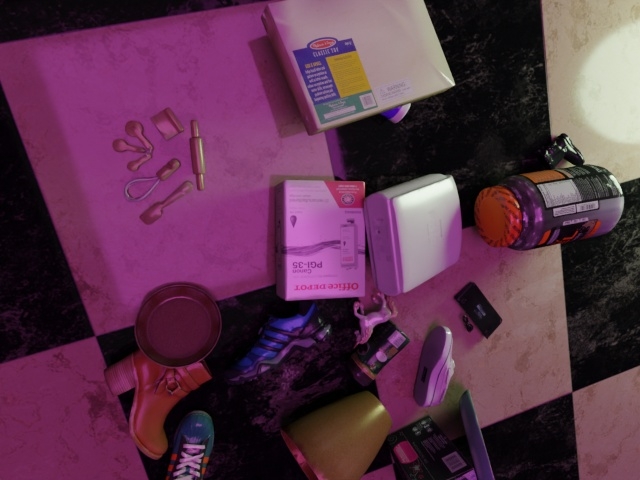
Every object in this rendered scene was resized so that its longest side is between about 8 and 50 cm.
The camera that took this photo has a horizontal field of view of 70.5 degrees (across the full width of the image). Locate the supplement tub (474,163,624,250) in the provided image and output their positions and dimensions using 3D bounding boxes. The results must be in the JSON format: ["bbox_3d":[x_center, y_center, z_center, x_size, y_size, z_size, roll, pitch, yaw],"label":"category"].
[{"bbox_3d":[0.612,-0.088,1.235,0.338,0.207,0.207,-10,103,-12],"label":"supplement tub"}]

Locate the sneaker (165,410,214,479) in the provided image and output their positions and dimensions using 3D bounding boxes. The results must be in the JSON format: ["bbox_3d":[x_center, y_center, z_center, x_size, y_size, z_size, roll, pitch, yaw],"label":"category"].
[{"bbox_3d":[-0.340,0.596,1.160,0.108,0.121,0.302,13,97,-18],"label":"sneaker"}]

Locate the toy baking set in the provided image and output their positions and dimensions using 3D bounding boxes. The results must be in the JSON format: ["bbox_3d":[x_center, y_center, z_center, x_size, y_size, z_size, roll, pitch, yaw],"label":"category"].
[{"bbox_3d":[-0.365,-0.171,1.050,0.196,0.030,0.256,-10,103,-10],"label":"toy baking set"}]

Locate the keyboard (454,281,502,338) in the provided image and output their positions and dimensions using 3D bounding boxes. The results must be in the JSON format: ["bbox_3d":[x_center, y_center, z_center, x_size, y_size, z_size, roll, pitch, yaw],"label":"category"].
[{"bbox_3d":[0.464,0.219,1.355,0.108,0.023,0.180,-44,108,-10],"label":"keyboard"}]

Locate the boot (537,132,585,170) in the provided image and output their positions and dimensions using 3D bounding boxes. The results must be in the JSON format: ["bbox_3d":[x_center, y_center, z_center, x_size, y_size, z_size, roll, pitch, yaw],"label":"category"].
[{"bbox_3d":[0.695,-0.239,1.311,0.099,0.045,0.121,-43,101,-6],"label":"boot"}]

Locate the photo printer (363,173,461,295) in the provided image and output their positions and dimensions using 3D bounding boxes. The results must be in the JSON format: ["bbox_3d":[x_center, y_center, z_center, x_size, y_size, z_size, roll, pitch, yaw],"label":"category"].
[{"bbox_3d":[0.252,-0.029,1.151,0.307,0.107,0.256,-21,109,-40],"label":"photo printer"}]

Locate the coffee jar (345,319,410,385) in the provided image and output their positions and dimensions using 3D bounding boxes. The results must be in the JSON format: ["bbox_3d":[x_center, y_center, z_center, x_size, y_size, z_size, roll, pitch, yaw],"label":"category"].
[{"bbox_3d":[0.154,0.309,1.250,0.184,0.096,0.079,-46,106,-2],"label":"coffee jar"}]

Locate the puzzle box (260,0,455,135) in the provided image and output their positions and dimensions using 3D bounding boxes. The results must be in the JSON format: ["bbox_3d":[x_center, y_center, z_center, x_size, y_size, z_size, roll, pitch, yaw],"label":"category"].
[{"bbox_3d":[0.098,-0.420,1.014,0.408,0.052,0.272,-24,95,-25],"label":"puzzle box"}]

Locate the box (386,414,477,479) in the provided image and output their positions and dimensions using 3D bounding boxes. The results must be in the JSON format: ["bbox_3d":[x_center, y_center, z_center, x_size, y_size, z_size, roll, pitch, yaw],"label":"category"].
[{"bbox_3d":[0.318,0.650,1.283,0.163,0.247,0.142,-22,107,-9],"label":"box"}]

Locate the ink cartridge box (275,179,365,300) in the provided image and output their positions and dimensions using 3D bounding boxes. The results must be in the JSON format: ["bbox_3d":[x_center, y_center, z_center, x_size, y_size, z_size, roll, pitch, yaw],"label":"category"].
[{"bbox_3d":[0.000,0.000,1.111,0.207,0.117,0.283,-1,91,-16],"label":"ink cartridge box"}]

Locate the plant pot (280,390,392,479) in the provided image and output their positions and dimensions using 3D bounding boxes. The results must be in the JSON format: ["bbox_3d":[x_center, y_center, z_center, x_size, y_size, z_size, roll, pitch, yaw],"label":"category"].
[{"bbox_3d":[0.060,0.530,1.222,0.254,0.237,0.237,-33,108,-23],"label":"plant pot"}]

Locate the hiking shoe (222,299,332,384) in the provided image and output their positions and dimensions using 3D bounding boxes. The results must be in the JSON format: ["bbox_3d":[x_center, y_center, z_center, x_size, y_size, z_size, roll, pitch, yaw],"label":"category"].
[{"bbox_3d":[-0.125,0.258,1.174,0.304,0.113,0.132,-28,85,-9],"label":"hiking shoe"}]

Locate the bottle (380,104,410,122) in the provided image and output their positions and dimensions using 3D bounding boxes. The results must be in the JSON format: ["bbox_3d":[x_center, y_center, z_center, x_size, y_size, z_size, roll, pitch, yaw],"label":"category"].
[{"bbox_3d":[0.091,-0.390,1.091,0.282,0.092,0.118,32,83,-19],"label":"bottle"}]

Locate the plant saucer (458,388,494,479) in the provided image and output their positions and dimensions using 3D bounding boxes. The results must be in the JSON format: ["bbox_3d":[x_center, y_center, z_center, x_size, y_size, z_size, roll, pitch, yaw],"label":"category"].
[{"bbox_3d":[0.449,0.591,1.290,0.043,0.317,0.318,-16,106,13],"label":"plant saucer"}]

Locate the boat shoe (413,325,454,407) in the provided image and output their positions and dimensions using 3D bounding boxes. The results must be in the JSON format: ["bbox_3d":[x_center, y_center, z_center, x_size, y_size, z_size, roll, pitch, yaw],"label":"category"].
[{"bbox_3d":[0.345,0.367,1.324,0.084,0.095,0.258,6,110,-20],"label":"boat shoe"}]

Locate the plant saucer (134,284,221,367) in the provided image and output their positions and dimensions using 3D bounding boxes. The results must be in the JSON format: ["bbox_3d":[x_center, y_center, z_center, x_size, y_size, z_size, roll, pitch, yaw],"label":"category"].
[{"bbox_3d":[-0.340,0.206,1.092,0.198,0.036,0.199,5,69,-14],"label":"plant saucer"}]

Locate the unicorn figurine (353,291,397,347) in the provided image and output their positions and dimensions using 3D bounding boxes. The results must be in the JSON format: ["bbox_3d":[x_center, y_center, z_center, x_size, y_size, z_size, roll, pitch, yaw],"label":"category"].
[{"bbox_3d":[0.135,0.211,1.231,0.162,0.060,0.111,-26,74,10],"label":"unicorn figurine"}]

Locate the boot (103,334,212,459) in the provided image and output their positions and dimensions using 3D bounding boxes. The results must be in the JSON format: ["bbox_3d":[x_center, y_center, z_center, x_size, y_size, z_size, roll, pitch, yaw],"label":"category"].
[{"bbox_3d":[-0.374,0.384,1.130,0.220,0.109,0.283,-22,99,-14],"label":"boot"}]
